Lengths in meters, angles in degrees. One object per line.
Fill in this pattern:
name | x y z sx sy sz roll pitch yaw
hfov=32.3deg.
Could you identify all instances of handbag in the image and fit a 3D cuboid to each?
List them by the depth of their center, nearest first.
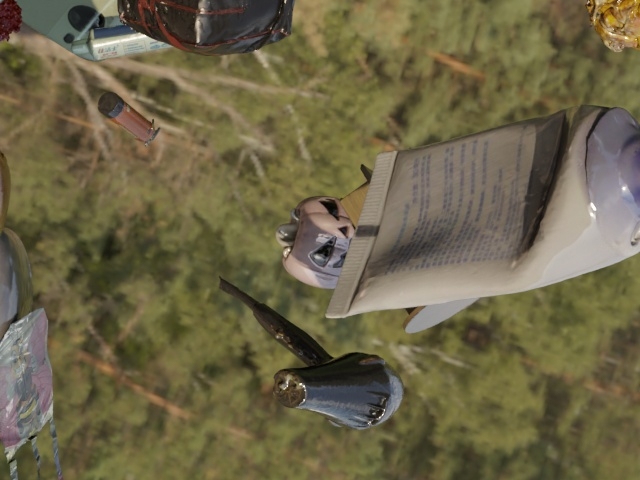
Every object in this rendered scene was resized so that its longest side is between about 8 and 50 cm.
handbag | -0.154 -0.319 1.445 0.169 0.215 0.155 -10 113 -38

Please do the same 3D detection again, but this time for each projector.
projector | -0.380 -0.491 1.865 0.249 0.248 0.248 -37 -150 39

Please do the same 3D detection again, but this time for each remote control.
remote control | -0.498 0.089 1.693 0.332 0.103 0.221 179 -87 -81

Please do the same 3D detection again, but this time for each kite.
kite | -0.431 0.281 1.641 0.204 0.022 0.361 -61 150 -63

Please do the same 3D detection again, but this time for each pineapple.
pineapple | 0.473 -0.354 1.574 0.161 0.158 0.335 -121 -170 -48

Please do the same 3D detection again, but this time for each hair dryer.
hair dryer | -0.056 0.152 1.613 0.303 0.359 0.120 12 110 -57

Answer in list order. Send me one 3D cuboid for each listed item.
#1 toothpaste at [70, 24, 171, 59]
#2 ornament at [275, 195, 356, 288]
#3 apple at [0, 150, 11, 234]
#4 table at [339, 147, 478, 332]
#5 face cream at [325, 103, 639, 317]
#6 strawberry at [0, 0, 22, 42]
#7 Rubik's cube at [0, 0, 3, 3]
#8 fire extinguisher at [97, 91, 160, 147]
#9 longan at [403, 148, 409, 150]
toothpaste | -0.257 -0.322 1.737 0.069 0.268 0.047 93 -13 -66
ornament | 0.000 0.000 2.061 0.177 0.177 0.178 18 90 -77
apple | -0.534 -0.063 1.166 0.384 0.374 0.374 52 46 -27
table | 0.135 -0.006 1.590 0.167 0.227 0.167 -28 162 -10
face cream | 0.182 -0.037 1.185 0.137 0.420 0.235 36 59 -35
strawberry | -0.554 -0.328 1.627 0.107 0.175 0.236 104 3 -50
Rubik's cube | -0.472 -0.408 1.411 0.180 0.183 0.167 -43 168 2
fire extinguisher | -0.375 -0.240 2.214 0.177 0.050 0.062 39 60 -59
longan | 0.207 -0.102 2.388 0.196 0.220 0.197 180 -90 -78
